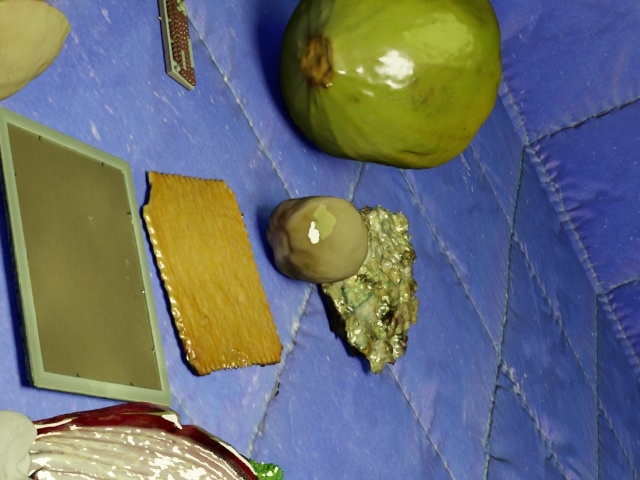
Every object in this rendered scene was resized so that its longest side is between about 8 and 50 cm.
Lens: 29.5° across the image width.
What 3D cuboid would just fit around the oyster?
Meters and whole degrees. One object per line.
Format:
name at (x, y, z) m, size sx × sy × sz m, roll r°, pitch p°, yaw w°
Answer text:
oyster at (0.075, 0.055, 1.729) m, size 0.198 × 0.092 × 0.260 m, roll 54°, pitch 29°, yaw -24°

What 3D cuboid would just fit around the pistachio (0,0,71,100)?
pistachio at (-0.289, -0.186, 1.050) m, size 0.206 × 0.131 × 0.130 m, roll -55°, pitch 129°, yaw -70°

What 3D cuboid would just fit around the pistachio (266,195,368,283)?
pistachio at (0.000, 0.000, 1.564) m, size 0.108 × 0.126 × 0.185 m, roll 44°, pitch 4°, yaw 29°

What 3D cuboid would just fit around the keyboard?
keyboard at (-0.181, -0.268, 1.520) m, size 0.055 × 0.017 × 0.166 m, roll 34°, pitch 40°, yaw -54°

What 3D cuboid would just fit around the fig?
fig at (0.088, -0.259, 1.756) m, size 0.343 × 0.343 × 0.343 m, roll 49°, pitch 29°, yaw -40°

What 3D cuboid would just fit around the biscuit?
biscuit at (-0.123, 0.034, 1.385) m, size 0.232 × 0.013 × 0.237 m, roll 3°, pitch 67°, yaw -66°

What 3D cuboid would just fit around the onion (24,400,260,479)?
onion at (-0.175, 0.226, 0.923) m, size 0.283 × 0.120 × 0.227 m, roll 45°, pitch 59°, yaw -16°

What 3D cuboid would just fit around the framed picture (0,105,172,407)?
framed picture at (-0.226, 0.022, 1.154) m, size 0.217 × 0.017 × 0.274 m, roll 26°, pitch 47°, yaw -59°

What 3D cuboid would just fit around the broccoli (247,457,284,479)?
broccoli at (-0.009, 0.336, 1.071) m, size 0.294 × 0.245 × 0.265 m, roll 37°, pitch 28°, yaw -1°

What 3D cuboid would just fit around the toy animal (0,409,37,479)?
toy animal at (-0.253, 0.212, 0.703) m, size 0.357 × 0.194 × 0.258 m, roll 24°, pitch 71°, yaw -28°
